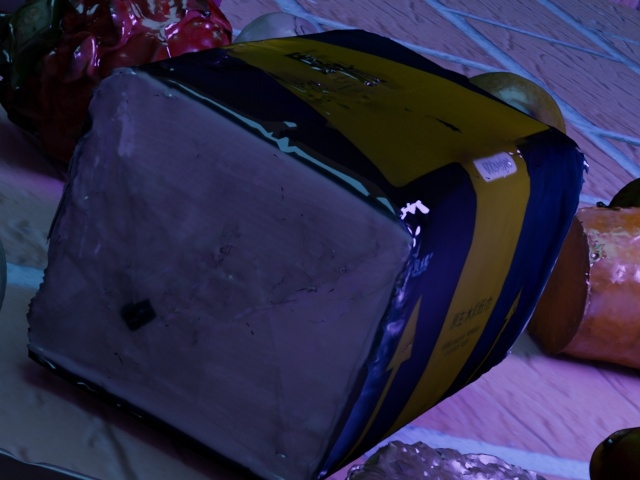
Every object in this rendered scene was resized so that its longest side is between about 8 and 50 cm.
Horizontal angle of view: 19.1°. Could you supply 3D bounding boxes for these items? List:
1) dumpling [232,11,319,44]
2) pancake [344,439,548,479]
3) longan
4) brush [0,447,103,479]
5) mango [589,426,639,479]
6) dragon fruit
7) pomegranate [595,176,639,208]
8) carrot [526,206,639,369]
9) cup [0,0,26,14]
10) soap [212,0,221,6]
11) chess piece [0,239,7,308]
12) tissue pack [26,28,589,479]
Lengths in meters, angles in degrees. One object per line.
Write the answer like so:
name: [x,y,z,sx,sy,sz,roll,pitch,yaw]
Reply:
dumpling: [-0.061,-0.172,2.124,0.172,0.142,0.247,-15,29,1]
pancake: [0.169,0.256,1.153,0.387,0.082,0.387,25,20,-10]
longan: [0.207,-0.122,2.249,0.155,0.176,0.145,43,61,-1]
brush: [-0.186,0.145,1.159,0.190,0.034,0.027,18,2,-7]
mango: [0.303,0.224,1.351,0.111,0.133,0.267,-37,55,-16]
dragon fruit: [-0.176,-0.144,1.794,0.234,0.234,0.293,36,-8,39]
pomegranate: [0.373,0.006,2.047,0.169,0.148,0.148,26,15,-23]
carrot: [0.326,0.050,1.834,0.254,0.196,0.196,4,22,-19]
cup: [-0.261,-0.255,2.018,0.288,0.203,0.203,33,19,10]
soap: [-0.183,-0.350,2.256,0.162,0.250,0.099,28,17,24]
chess piece: [-0.291,0.003,1.332,0.139,0.139,0.272,17,8,-14]
tissue pack: [0.000,0.000,1.437,0.264,0.253,0.416,27,20,18]
